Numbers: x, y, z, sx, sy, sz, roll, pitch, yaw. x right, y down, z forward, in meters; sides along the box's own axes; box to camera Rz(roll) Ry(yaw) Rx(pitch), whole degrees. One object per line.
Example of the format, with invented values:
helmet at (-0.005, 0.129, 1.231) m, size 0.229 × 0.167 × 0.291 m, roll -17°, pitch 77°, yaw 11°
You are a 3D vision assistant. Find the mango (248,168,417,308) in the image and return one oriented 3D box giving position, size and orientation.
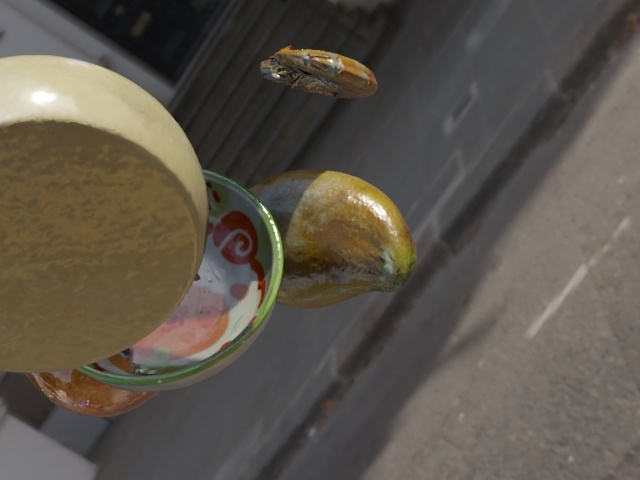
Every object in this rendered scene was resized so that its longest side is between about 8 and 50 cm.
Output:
mango at (0.000, 0.000, 1.670) m, size 0.316 × 0.146 × 0.193 m, roll 8°, pitch 87°, yaw 44°

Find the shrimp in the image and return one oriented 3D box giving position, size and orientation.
shrimp at (-0.030, -0.270, 1.942) m, size 0.287 × 0.152 × 0.063 m, roll 15°, pitch 90°, yaw 48°

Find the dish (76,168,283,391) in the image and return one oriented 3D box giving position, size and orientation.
dish at (-0.201, 0.067, 1.604) m, size 0.124 × 0.324 × 0.324 m, roll 78°, pitch -146°, yaw -56°

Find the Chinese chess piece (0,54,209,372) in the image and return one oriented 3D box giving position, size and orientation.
Chinese chess piece at (-0.221, -0.016, 0.970) m, size 0.273 × 0.273 × 0.102 m, roll -52°, pitch 33°, yaw 24°

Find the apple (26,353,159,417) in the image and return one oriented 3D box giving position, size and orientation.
apple at (-0.324, 0.124, 1.865) m, size 0.286 × 0.286 × 0.233 m, roll -60°, pitch -23°, yaw -15°
